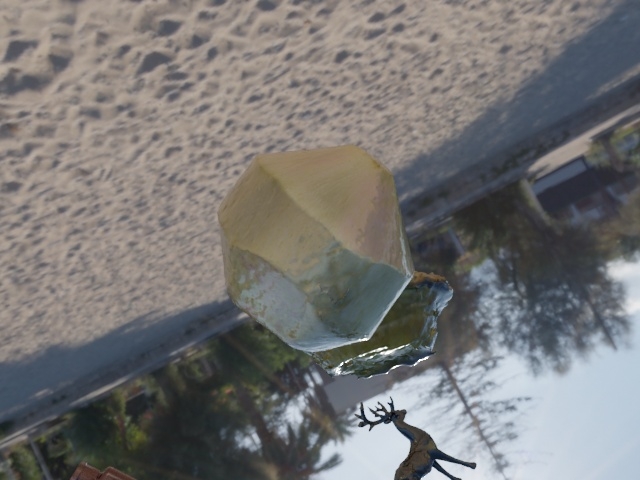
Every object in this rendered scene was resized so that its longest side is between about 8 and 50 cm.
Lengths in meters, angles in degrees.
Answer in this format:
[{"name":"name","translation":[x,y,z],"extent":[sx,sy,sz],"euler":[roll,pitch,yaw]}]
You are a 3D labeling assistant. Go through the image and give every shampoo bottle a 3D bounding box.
[{"name":"shampoo bottle","translation":[-0.438,0.585,1.416],"extent":[0.102,0.260,0.064],"euler":[-61,-175,-8]}]

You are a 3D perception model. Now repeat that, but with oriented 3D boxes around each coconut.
[{"name":"coconut","translation":[0.000,0.000,0.768],"extent":[0.259,0.259,0.259],"euler":[-27,175,-2]}]

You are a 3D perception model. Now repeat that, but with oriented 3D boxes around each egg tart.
[{"name":"egg tart","translation":[0.097,0.171,1.184],"extent":[0.346,0.132,0.345],"euler":[-11,156,-5]}]

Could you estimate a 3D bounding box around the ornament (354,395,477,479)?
[{"name":"ornament","translation":[0.080,0.199,0.586],"extent":[0.073,0.125,0.028],"euler":[-49,178,-33]}]
